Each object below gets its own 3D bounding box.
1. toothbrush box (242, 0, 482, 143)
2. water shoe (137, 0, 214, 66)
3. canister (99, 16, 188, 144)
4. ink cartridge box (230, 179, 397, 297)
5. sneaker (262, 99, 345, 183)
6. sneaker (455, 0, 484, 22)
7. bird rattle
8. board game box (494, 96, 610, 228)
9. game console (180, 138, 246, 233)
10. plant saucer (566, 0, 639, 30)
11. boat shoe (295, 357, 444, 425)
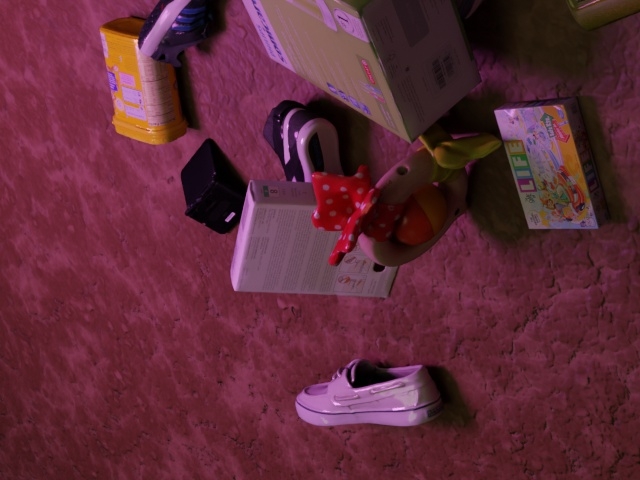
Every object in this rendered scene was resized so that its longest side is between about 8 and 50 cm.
[{"bbox_3d":[0.027,-0.267,1.490,0.283,0.122,0.206,35,161,42],"label":"toothbrush box"},{"bbox_3d":[-0.179,-0.326,1.830,0.080,0.073,0.203,25,135,-26],"label":"water shoe"},{"bbox_3d":[-0.269,-0.244,1.974,0.126,0.073,0.170,20,128,39],"label":"canister"},{"bbox_3d":[0.000,0.000,1.779,0.181,0.224,0.056,106,160,-45],"label":"ink cartridge box"},{"bbox_3d":[-0.023,-0.101,1.808,0.121,0.079,0.217,44,148,41],"label":"sneaker"},{"bbox_3d":[0.112,-0.362,1.416,0.110,0.122,0.283,19,129,39],"label":"sneaker"},{"bbox_3d":[0.108,-0.043,1.567,0.143,0.253,0.207,31,160,32],"label":"bird rattle"},{"bbox_3d":[0.269,-0.088,1.514,0.103,0.026,0.154,0,116,49],"label":"board game box"},{"bbox_3d":[-0.162,-0.082,2.019,0.107,0.071,0.122,29,145,-12],"label":"game console"},{"bbox_3d":[0.289,-0.315,1.315,0.188,0.045,0.188,-16,103,52],"label":"plant saucer"},{"bbox_3d":[0.060,0.219,1.916,0.267,0.096,0.088,-4,109,48],"label":"boat shoe"}]
